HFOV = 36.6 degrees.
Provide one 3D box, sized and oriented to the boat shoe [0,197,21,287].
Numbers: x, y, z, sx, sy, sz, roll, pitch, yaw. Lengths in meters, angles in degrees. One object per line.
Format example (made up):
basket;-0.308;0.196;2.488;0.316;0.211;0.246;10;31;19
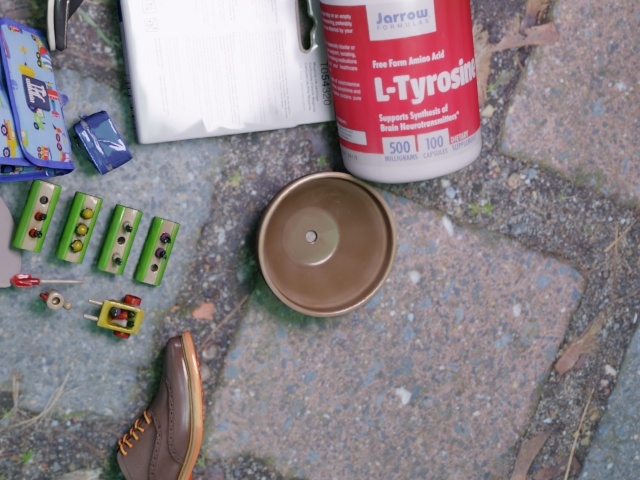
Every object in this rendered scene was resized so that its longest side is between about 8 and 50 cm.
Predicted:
boat shoe;-0.589;-0.059;1.421;0.158;0.127;0.340;-8;127;24

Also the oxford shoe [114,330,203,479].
oxford shoe;-0.263;0.324;1.566;0.133;0.130;0.363;5;97;-12

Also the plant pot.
plant pot;0.000;0.000;1.604;0.237;0.110;0.237;-3;100;-16

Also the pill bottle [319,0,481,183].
pill bottle;0.121;-0.313;1.498;0.229;0.229;0.407;-16;113;-15

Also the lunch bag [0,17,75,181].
lunch bag;-0.466;-0.196;1.366;0.138;0.293;0.220;-17;87;25

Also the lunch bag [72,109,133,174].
lunch bag;-0.343;-0.153;1.495;0.065;0.067;0.098;-32;105;-11

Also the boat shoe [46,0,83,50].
boat shoe;-0.366;-0.395;1.442;0.079;0.084;0.233;9;93;-16

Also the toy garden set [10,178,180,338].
toy garden set;-0.355;0.038;1.506;0.244;0.049;0.203;18;92;-30

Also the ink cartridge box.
ink cartridge box;-0.149;-0.330;1.529;0.330;0.071;0.324;-9;101;-19
